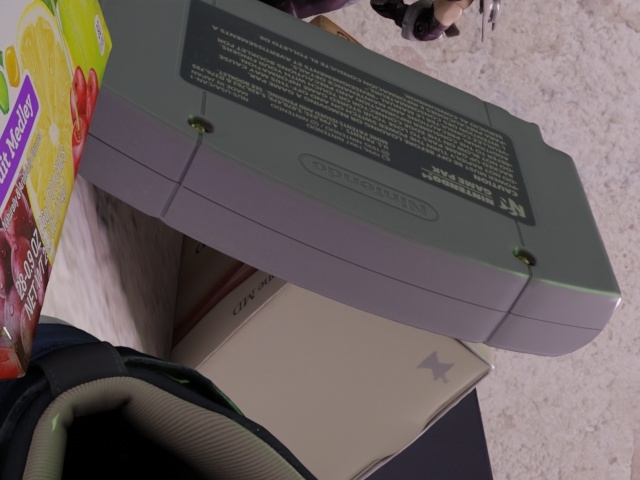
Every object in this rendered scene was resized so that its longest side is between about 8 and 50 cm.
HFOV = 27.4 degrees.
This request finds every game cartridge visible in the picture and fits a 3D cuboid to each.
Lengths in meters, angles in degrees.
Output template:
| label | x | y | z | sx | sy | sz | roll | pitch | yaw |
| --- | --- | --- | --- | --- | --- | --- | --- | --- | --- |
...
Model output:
| label | x | y | z | sx | sy | sz | roll | pitch | yaw |
| --- | --- | --- | --- | --- | --- | --- | --- | --- | --- |
| game cartridge | 0.010 | -0.044 | 0.692 | 0.062 | 0.297 | 0.198 | -58 | -162 | 33 |

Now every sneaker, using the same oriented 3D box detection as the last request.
| label | x | y | z | sx | sy | sz | roll | pitch | yaw |
| --- | --- | --- | --- | --- | --- | --- | --- | --- | --- |
| sneaker | -0.041 | 0.132 | 0.359 | 0.163 | 0.086 | 0.226 | -5 | -75 | 65 |

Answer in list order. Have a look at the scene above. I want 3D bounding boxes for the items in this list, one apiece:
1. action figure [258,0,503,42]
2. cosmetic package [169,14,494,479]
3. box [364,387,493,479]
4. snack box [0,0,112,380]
| label | x | y | z | sx | sy | sz | roll | pitch | yaw |
| --- | --- | --- | --- | --- | --- | --- | --- | --- | --- |
| action figure | 0.025 | -0.209 | 0.952 | 0.099 | 0.285 | 0.185 | -95 | 173 | -52 |
| cosmetic package | 0.000 | 0.000 | 0.841 | 0.129 | 0.153 | 0.296 | 37 | 24 | -24 |
| box | 0.148 | 0.391 | 1.686 | 0.343 | 0.179 | 0.312 | -96 | 174 | -45 |
| snack box | -0.122 | -0.092 | 0.330 | 0.174 | 0.070 | 0.207 | -91 | 168 | -53 |
